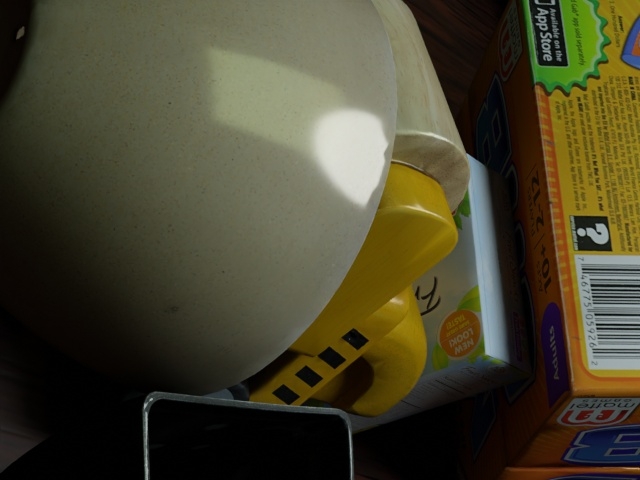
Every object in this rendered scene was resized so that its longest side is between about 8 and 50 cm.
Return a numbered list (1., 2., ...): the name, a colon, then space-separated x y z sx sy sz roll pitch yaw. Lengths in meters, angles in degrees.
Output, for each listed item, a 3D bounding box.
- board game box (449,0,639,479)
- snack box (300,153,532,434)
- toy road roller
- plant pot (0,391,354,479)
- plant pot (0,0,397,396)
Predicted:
1. board game box: 0.315 0.027 1.281 0.356 0.356 0.356 1 64 -8
2. snack box: 0.059 0.050 1.177 0.070 0.207 0.174 25 53 -43
3. toy road roller: 0.000 0.000 1.016 0.241 0.329 0.202 19 43 -39
4. plant pot: -0.098 0.198 0.898 0.187 0.167 0.188 13 71 -51
5. plant pot: -0.126 -0.069 0.839 0.191 0.284 0.284 23 54 -41
